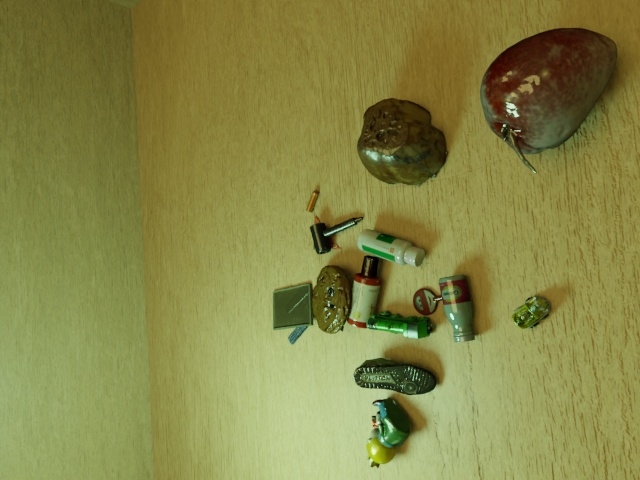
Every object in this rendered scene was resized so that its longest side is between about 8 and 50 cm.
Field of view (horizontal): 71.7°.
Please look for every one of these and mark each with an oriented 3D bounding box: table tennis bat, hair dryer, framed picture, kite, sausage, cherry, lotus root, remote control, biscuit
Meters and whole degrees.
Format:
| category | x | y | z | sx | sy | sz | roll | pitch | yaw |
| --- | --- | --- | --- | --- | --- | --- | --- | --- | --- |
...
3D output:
| category | x | y | z | sx | sy | sz | roll | pitch | yaw |
| --- | --- | --- | --- | --- | --- | --- | --- | --- | --- |
| table tennis bat | 0.395 | 0.214 | 1.582 | 0.155 | 0.019 | 0.097 | -24 | 74 | 44 |
| hair dryer | 0.072 | -0.034 | 1.848 | 0.256 | 0.070 | 0.128 | -21 | 74 | 33 |
| framed picture | -0.133 | 0.310 | 2.053 | 0.266 | 0.018 | 0.191 | -17 | 69 | 43 |
| kite | -0.001 | 0.000 | 1.958 | 0.222 | 0.008 | 0.125 | 54 | 125 | 29 |
| sausage | -0.034 | -0.179 | 1.971 | 0.031 | 0.031 | 0.107 | 34 | 113 | 38 |
| cherry | 0.603 | -0.396 | 1.203 | 0.291 | 0.335 | 0.326 | 50 | 164 | 36 |
| lotus root | 0.282 | -0.360 | 1.560 | 0.317 | 0.250 | 0.315 | -8 | 77 | 36 |
| remote control | -0.102 | 0.423 | 2.040 | 0.043 | 0.027 | 0.152 | 54 | 125 | 24 |
| biscuit | 0.035 | 0.238 | 1.816 | 0.296 | 0.075 | 0.295 | -28 | 58 | 59 |

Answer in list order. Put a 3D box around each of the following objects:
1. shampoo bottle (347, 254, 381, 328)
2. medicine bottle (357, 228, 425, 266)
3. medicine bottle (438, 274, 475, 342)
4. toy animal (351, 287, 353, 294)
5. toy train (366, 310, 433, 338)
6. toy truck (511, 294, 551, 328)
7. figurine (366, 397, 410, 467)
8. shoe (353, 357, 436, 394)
| category | x | y | z | sx | sy | sz | roll | pitch | yaw |
| --- | --- | --- | --- | --- | --- | --- | --- | --- | --- |
| shampoo bottle | 0.176 | 0.195 | 1.724 | 0.105 | 0.105 | 0.277 | 18 | 102 | 42 |
| medicine bottle | 0.261 | 0.029 | 1.653 | 0.260 | 0.095 | 0.095 | 22 | 105 | 42 |
| medicine bottle | 0.457 | 0.225 | 1.471 | 0.091 | 0.091 | 0.216 | -17 | 78 | 42 |
| toy animal | 0.120 | 0.222 | 1.820 | 0.083 | 0.060 | 0.081 | -10 | 120 | 43 |
| toy train | 0.284 | 0.310 | 1.616 | 0.252 | 0.119 | 0.084 | -2 | 90 | 42 |
| toy truck | 0.627 | 0.214 | 1.321 | 0.076 | 0.077 | 0.111 | 53 | 123 | 29 |
| figurine | 0.229 | 0.726 | 1.672 | 0.185 | 0.128 | 0.234 | 50 | 132 | 36 |
| shoe | 0.274 | 0.486 | 1.636 | 0.294 | 0.149 | 0.109 | 1 | 96 | 11 |
